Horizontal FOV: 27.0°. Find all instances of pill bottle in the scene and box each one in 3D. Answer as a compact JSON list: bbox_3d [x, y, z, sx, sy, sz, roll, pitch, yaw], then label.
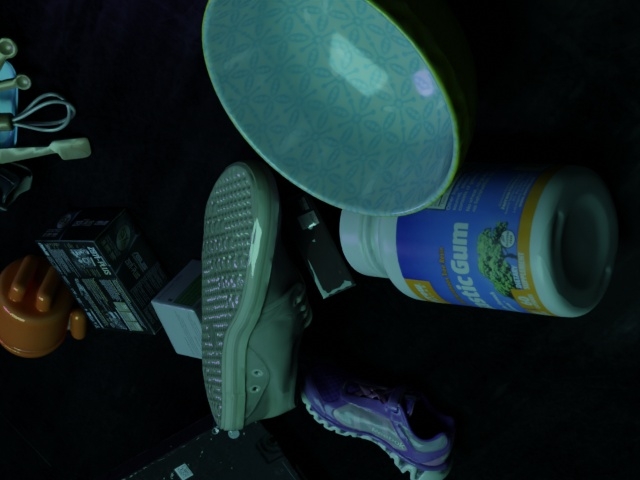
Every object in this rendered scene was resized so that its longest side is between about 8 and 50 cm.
[{"bbox_3d":[0.157,-0.006,1.392,0.272,0.152,0.152,4,132,41],"label":"pill bottle"}]

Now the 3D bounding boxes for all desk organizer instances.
[{"bbox_3d":[0.000,0.000,1.642,0.047,0.050,0.130,-25,96,19],"label":"desk organizer"}]

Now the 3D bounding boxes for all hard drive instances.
[{"bbox_3d":[-0.190,0.416,2.100,0.339,0.064,0.237,-31,108,9],"label":"hard drive"}]

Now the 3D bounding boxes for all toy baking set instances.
[{"bbox_3d":[-0.444,-0.171,1.813,0.196,0.030,0.256,-32,116,22],"label":"toy baking set"}]

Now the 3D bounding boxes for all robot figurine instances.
[{"bbox_3d":[-0.465,0.108,2.152,0.128,0.158,0.219,65,154,24],"label":"robot figurine"}]

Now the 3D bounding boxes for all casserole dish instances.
[{"bbox_3d":[-0.470,-0.192,1.842,0.114,0.037,0.188,8,125,-2],"label":"casserole dish"}]

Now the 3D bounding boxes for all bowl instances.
[{"bbox_3d":[0.045,-0.182,1.298,0.289,0.156,0.289,26,144,21],"label":"bowl"}]

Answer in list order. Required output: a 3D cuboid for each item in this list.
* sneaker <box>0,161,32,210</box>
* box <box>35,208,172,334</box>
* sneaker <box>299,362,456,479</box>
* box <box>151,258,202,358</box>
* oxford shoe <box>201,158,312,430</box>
[{"bbox_3d":[-0.504,-0.139,1.938,0.163,0.086,0.226,27,150,30],"label":"sneaker"},{"bbox_3d":[-0.311,0.045,1.972,0.147,0.077,0.180,0,129,44],"label":"box"},{"bbox_3d":[0.086,0.225,1.789,0.236,0.095,0.104,30,138,7],"label":"sneaker"},{"bbox_3d":[-0.160,0.097,1.864,0.087,0.101,0.102,8,133,40],"label":"box"},{"bbox_3d":[-0.074,0.070,1.683,0.449,0.130,0.169,96,159,-44],"label":"oxford shoe"}]
